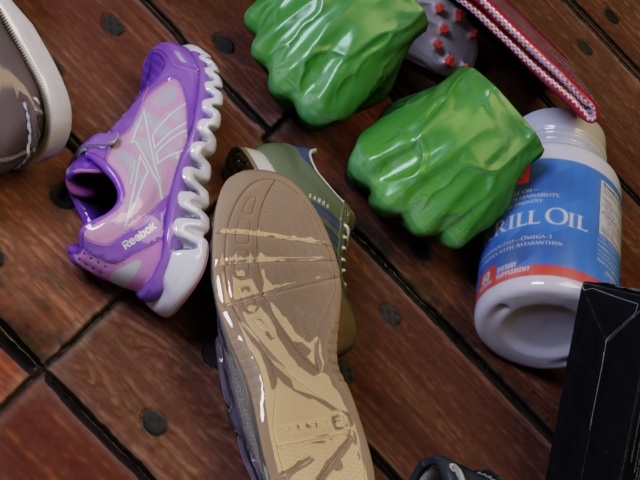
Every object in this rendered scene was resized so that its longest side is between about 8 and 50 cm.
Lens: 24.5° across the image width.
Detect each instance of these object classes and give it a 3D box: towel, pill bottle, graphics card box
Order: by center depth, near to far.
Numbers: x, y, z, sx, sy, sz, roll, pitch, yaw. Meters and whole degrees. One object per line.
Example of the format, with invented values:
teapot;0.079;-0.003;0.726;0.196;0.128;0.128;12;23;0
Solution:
graphics card box;0.361;0.171;1.252;0.371;0.094;0.233;8;94;-34
pill bottle;0.204;-0.008;1.305;0.124;0.124;0.222;27;48;-20
towel;0.174;-0.201;1.385;0.199;0.031;0.275;42;14;-8

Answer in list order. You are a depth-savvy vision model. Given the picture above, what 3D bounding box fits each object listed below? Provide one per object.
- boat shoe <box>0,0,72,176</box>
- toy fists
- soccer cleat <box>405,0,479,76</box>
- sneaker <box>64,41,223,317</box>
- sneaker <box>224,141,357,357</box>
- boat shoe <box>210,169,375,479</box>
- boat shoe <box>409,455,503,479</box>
boat shoe;-0.302;-0.186;1.047;0.096;0.116;0.324;-30;87;-48
toy fists;0.053;-0.118;1.259;0.142;0.096;0.279;-42;92;-10
soccer cleat;0.075;-0.204;1.384;0.196;0.076;0.068;17;86;-45
sneaker;-0.137;-0.061;1.107;0.104;0.095;0.236;15;54;-20
sneaker;0.000;0.000;1.184;0.086;0.064;0.192;-13;67;-37
boat shoe;-0.033;0.088;1.083;0.102;0.092;0.285;-5;67;-26
boat shoe;0.092;0.288;1.039;0.091;0.114;0.302;30;36;-19
